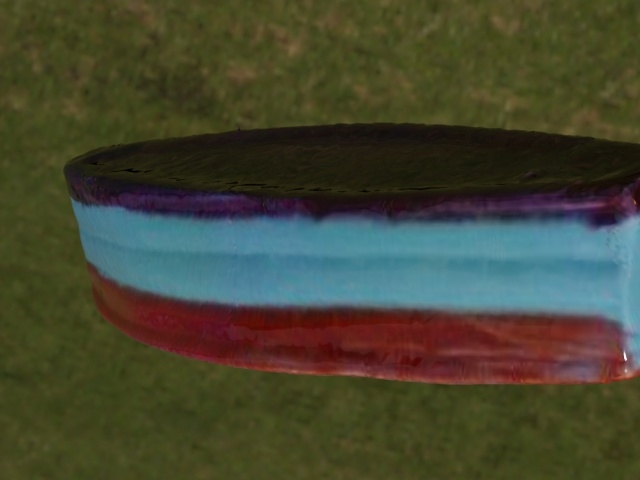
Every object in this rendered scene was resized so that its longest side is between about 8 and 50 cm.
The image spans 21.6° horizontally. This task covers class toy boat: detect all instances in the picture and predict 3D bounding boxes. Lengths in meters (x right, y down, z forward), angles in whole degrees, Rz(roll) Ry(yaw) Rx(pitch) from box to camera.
[{"bbox_3d":[0.000,0.000,0.689,0.392,0.136,0.079,4,121,51],"label":"toy boat"}]
